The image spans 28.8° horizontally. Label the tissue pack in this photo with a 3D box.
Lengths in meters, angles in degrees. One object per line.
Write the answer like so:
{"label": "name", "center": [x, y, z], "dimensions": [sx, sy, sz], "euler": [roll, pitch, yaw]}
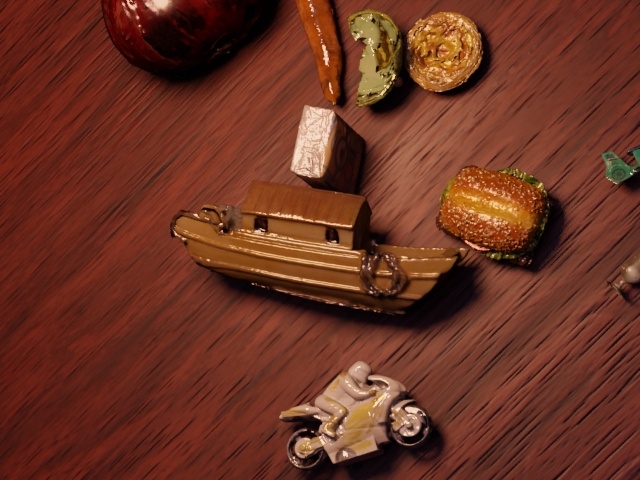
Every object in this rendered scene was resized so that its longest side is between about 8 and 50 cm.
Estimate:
{"label": "tissue pack", "center": [0.014, -0.129, 1.890], "dimensions": [0.060, 0.148, 0.108], "euler": [9, 79, 23]}

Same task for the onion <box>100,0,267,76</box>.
{"label": "onion", "center": [-0.218, -0.390, 1.998], "dimensions": [0.281, 0.221, 0.281], "euler": [3, 120, 6]}

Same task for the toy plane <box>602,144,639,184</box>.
{"label": "toy plane", "center": [0.518, -0.129, 1.760], "dimensions": [0.235, 0.060, 0.096], "euler": [-23, 63, 10]}

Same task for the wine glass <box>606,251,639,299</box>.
{"label": "wine glass", "center": [0.445, 0.044, 1.753], "dimensions": [0.083, 0.042, 0.039], "euler": [-41, 97, 4]}

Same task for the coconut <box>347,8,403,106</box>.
{"label": "coconut", "center": [0.090, -0.282, 1.930], "dimensions": [0.133, 0.055, 0.158], "euler": [-4, 81, 52]}

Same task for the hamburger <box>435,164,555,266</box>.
{"label": "hamburger", "center": [0.252, -0.047, 1.817], "dimensions": [0.166, 0.087, 0.137], "euler": [24, 86, 23]}

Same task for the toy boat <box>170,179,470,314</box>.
{"label": "toy boat", "center": [0.000, 0.000, 1.871], "dimensions": [0.446, 0.136, 0.162], "euler": [12, 104, 20]}

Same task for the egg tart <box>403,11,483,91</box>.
{"label": "egg tart", "center": [0.190, -0.287, 1.921], "dimensions": [0.129, 0.049, 0.128], "euler": [-2, 80, 15]}

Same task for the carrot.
{"label": "carrot", "center": [0.001, -0.328, 1.995], "dimensions": [0.059, 0.059, 0.247], "euler": [-18, 75, 15]}

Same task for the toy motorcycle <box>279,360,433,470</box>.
{"label": "toy motorcycle", "center": [0.049, 0.254, 1.824], "dimensions": [0.229, 0.074, 0.151], "euler": [-15, 70, 17]}
